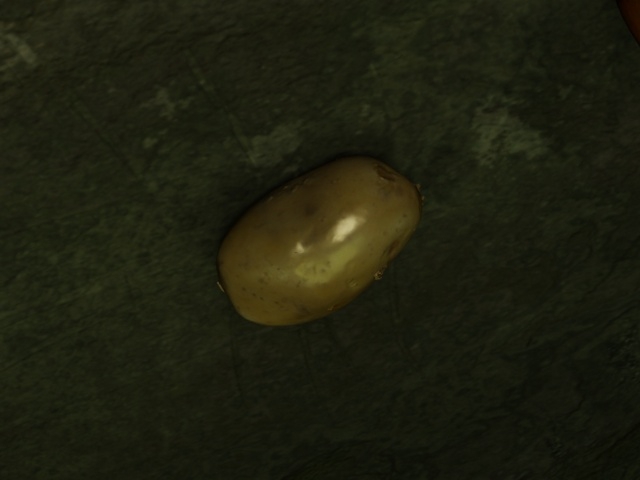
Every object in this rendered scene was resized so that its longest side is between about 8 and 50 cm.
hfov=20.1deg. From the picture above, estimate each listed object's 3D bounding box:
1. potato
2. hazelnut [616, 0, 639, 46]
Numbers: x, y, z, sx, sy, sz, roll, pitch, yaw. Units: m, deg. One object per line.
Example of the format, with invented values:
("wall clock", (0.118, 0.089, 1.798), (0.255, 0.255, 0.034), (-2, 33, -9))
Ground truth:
("potato", (0.000, 0.000, 1.420), (0.178, 0.109, 0.118), (-33, 143, 10))
("hazelnut", (0.317, -0.186, 1.253), (0.214, 0.214, 0.176), (-46, 165, 32))
